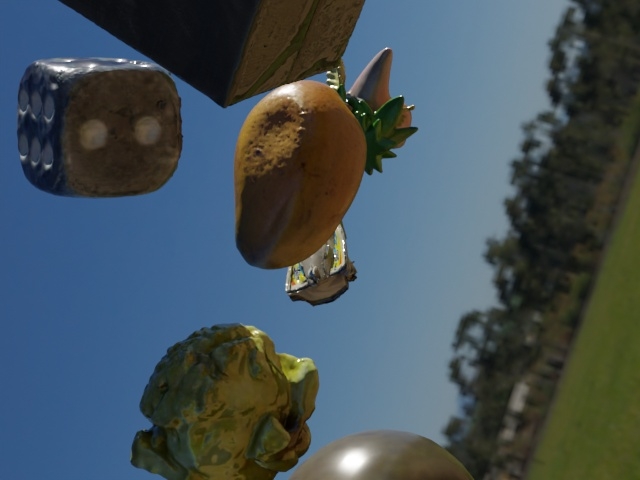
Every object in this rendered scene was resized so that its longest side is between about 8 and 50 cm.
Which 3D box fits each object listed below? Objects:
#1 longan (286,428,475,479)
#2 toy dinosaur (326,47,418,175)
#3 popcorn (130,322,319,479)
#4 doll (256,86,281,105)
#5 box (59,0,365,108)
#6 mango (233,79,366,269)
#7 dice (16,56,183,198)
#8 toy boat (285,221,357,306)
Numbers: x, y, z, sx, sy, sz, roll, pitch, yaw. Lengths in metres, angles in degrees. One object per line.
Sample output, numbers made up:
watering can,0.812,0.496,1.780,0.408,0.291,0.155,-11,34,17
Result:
longan,0.084,0.439,1.923,0.361,0.361,0.361,19,-90,-82
toy dinosaur,0.086,-0.175,1.906,0.177,0.152,0.194,-52,-40,-43
popcorn,-0.128,0.231,1.816,0.195,0.255,0.256,-122,25,-64
doll,-0.035,-0.098,1.522,0.114,0.085,0.152,1,96,62
box,-0.084,-0.215,0.874,0.155,0.231,0.149,-31,-31,-56
mango,-0.018,-0.058,1.185,0.089,0.115,0.165,55,-147,-62
dice,-0.307,-0.158,1.907,0.182,0.183,0.181,17,109,56
toy boat,0.000,0.000,1.677,0.066,0.084,0.210,50,-158,-32
